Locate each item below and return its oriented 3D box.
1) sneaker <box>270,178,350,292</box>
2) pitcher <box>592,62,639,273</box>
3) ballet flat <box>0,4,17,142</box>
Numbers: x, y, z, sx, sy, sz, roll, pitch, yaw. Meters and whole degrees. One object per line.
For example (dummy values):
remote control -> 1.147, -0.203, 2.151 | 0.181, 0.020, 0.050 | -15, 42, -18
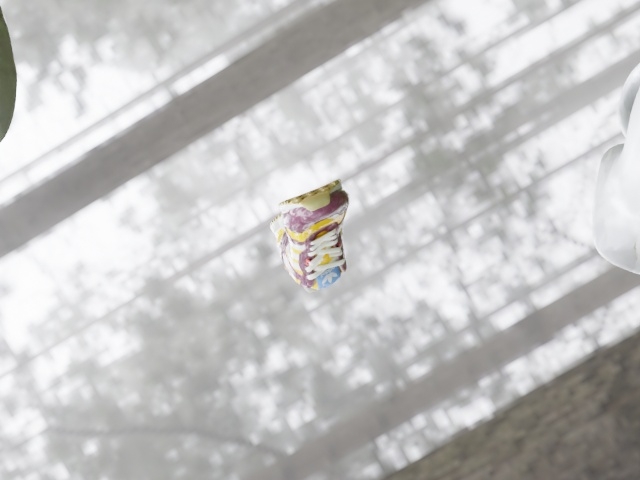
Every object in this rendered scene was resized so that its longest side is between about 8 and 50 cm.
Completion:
sneaker -> 0.000, 0.000, 1.558 | 0.185, 0.070, 0.084 | 121, 128, -80
pitcher -> 0.277, -0.096, 1.220 | 0.207, 0.125, 0.177 | 124, 150, -54
ballet flat -> -0.222, -0.150, 0.945 | 0.068, 0.072, 0.213 | 67, -169, -71
